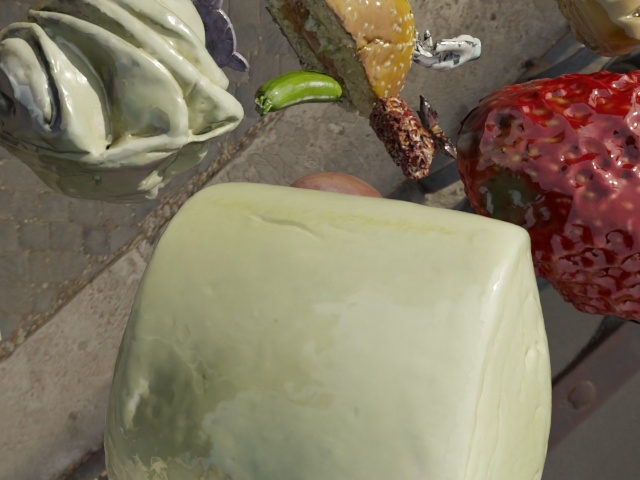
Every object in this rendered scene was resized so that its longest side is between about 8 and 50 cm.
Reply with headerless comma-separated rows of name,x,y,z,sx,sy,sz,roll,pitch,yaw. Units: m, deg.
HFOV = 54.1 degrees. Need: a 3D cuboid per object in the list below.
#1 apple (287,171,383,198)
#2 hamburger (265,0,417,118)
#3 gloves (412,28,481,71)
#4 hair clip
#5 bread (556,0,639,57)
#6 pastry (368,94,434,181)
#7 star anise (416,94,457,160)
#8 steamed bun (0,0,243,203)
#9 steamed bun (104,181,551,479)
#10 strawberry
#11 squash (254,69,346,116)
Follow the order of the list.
apple,0.000,0.000,1.303,0.235,0.305,0.306,35,92,11
hamburger,0.085,-0.511,1.444,0.287,0.268,0.445,-51,135,-9
gloves,0.313,-0.493,1.647,0.212,0.128,0.111,-16,131,-14
hair clip,-0.219,-0.374,1.106,0.146,0.056,0.187,-10,110,16
bread,0.305,-0.312,0.713,0.081,0.134,0.225,-32,108,14
pastry,0.182,-0.231,1.389,0.115,0.209,0.097,4,138,-38
star anise,0.319,-0.307,1.796,0.053,0.157,0.212,-37,93,-10
steamed bun,-0.265,-0.181,0.733,0.280,0.207,0.268,-33,90,27
steamed bun,0.004,0.189,0.584,0.371,0.290,0.456,13,116,27
strawberry,0.327,-0.063,0.708,0.310,0.291,0.292,25,95,-52
squash,-0.043,-0.316,1.313,0.080,0.318,0.071,46,127,15
